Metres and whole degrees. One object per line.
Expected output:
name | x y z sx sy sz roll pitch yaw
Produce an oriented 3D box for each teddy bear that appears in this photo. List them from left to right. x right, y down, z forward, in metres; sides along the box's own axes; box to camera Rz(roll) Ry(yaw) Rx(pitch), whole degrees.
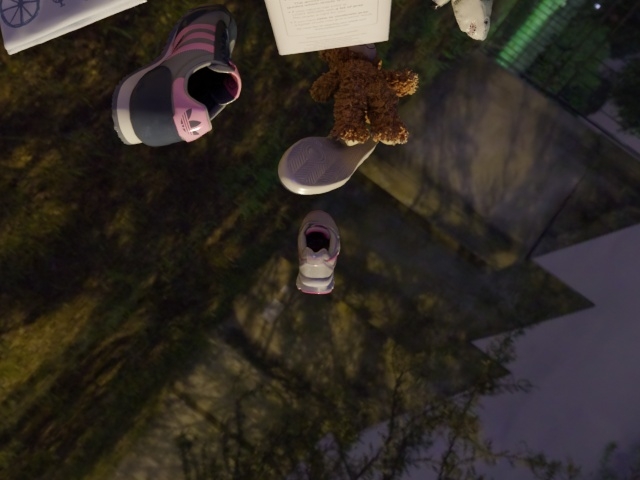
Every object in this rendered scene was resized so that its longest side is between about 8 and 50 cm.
teddy bear | 0.095 -0.340 1.343 0.113 0.245 0.338 87 13 -56

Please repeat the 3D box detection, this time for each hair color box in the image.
hair color box | 0.003 -0.374 0.766 0.347 0.174 0.105 71 12 -79

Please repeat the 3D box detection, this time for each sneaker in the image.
sneaker | -0.155 -0.232 0.839 0.112 0.131 0.319 78 23 -44
sneaker | 0.000 0.000 1.340 0.252 0.103 0.111 -92 -174 -53
sneaker | 0.000 -0.155 1.340 0.148 0.131 0.350 -44 175 38

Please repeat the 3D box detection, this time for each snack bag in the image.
snack bag | -0.501 -0.561 1.134 0.323 0.342 0.037 -16 178 15

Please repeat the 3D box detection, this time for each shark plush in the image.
shark plush | 0.182 -0.316 0.691 0.073 0.067 0.161 173 -68 -70
